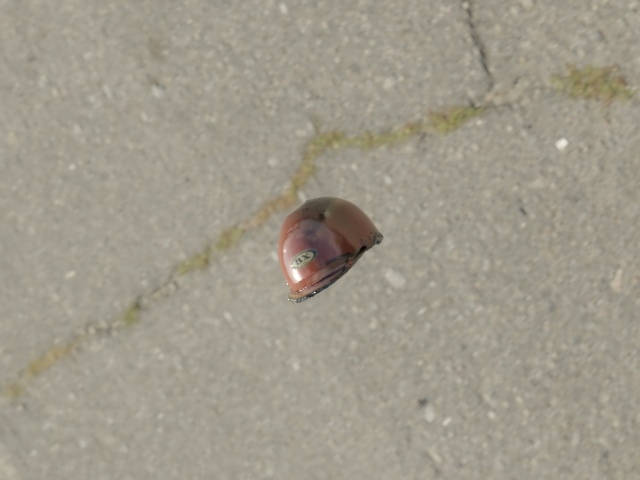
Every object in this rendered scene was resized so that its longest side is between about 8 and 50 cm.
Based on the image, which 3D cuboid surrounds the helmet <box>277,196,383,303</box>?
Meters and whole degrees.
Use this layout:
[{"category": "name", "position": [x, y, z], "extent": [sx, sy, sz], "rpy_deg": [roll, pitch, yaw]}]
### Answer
[{"category": "helmet", "position": [-0.001, -0.001, 0.857], "extent": [0.065, 0.084, 0.049], "rpy_deg": [-28, 96, 25]}]
